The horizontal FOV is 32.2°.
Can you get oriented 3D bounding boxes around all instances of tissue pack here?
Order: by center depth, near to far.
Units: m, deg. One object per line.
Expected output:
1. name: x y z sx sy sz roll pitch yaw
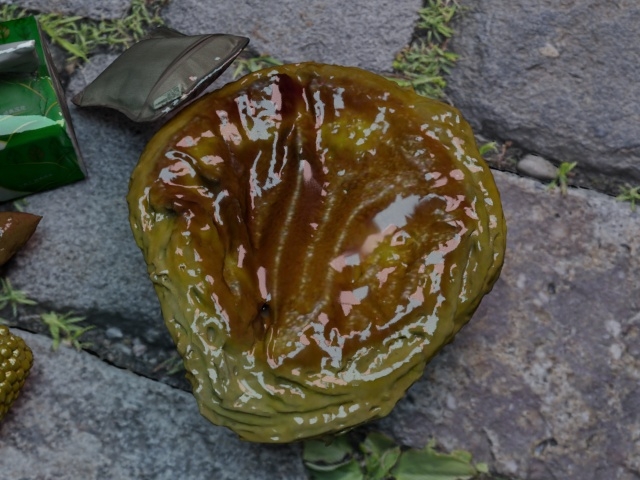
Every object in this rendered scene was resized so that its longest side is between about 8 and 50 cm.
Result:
1. tissue pack: -0.351 -0.125 1.051 0.209 0.156 0.148 -17 62 -8

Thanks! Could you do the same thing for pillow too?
1. pillow: -0.161 -0.162 1.070 0.130 0.038 0.233 -46 30 -17

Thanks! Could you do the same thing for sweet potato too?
1. sweet potato: -0.354 0.024 1.031 0.206 0.060 0.068 -29 31 -4

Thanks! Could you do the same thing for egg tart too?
1. egg tart: 0.000 0.000 0.994 0.340 0.153 0.351 -26 66 -14

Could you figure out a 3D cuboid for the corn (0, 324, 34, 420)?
1. corn: -0.344 0.181 0.933 0.091 0.091 0.260 43 63 -10
